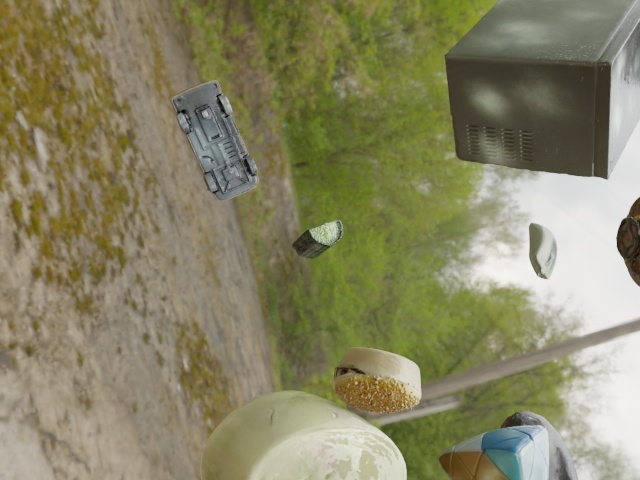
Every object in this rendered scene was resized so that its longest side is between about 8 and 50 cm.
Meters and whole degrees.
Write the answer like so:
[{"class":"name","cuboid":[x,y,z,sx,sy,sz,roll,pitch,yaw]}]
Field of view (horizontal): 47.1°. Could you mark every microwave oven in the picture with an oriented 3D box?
[{"class":"microwave oven","cuboid":[0.479,-0.351,1.485,0.432,0.374,0.236,-47,137,-39]}]

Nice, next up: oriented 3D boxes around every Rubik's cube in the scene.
[{"class":"Rubik's cube","cuboid":[0.377,0.462,1.547,0.254,0.254,0.254,-16,90,-89]}]

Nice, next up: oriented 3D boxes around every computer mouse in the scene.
[{"class":"computer mouse","cuboid":[0.522,0.560,1.721,0.116,0.183,0.323,-22,-91,59]},{"class":"computer mouse","cuboid":[0.540,0.023,1.770,0.089,0.056,0.181,50,36,-24]}]

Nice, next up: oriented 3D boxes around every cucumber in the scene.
[{"class":"cucumber","cuboid":[0.000,0.000,1.874,0.115,0.116,0.062,-36,-104,56]}]

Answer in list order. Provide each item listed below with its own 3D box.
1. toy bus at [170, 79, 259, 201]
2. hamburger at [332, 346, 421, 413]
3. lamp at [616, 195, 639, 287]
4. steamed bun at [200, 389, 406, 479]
[{"class":"toy bus","cuboid":[-0.269,-0.253,1.859,0.289,0.139,0.157,66,-8,-19]},{"class":"hamburger","cuboid":[0.184,0.463,2.376,0.302,0.302,0.170,73,31,-62]},{"class":"lamp","cuboid":[0.917,0.002,1.910,0.303,0.257,0.303,-176,-90,-83]},{"class":"steamed bun","cuboid":[-0.042,0.541,1.849,0.371,0.456,0.290,-1,-95,58]}]
